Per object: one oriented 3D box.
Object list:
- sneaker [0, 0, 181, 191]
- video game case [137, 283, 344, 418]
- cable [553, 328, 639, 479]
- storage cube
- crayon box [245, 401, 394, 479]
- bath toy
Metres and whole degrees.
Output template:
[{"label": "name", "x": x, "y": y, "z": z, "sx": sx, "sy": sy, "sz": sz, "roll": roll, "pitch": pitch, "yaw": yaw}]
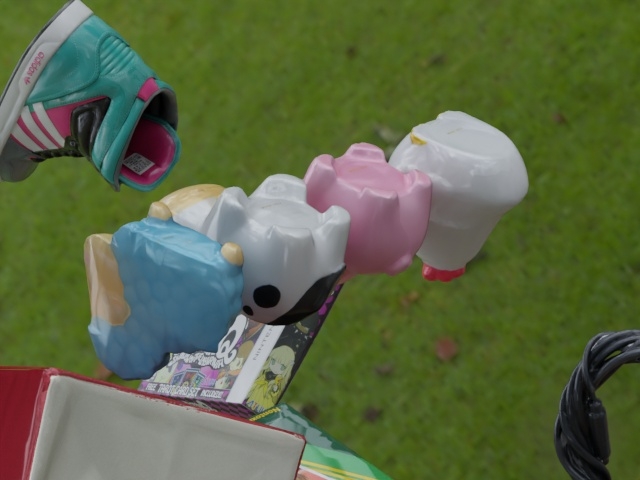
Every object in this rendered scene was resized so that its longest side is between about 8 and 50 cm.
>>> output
[{"label": "sneaker", "x": -0.238, "y": -0.108, "z": 1.896, "sx": 0.124, "sy": 0.178, "sz": 0.295, "roll": -51, "pitch": 0, "yaw": -35}, {"label": "video game case", "x": -0.076, "y": 0.082, "z": 1.889, "sx": 0.232, "sy": 0.042, "sz": 0.210, "roll": -1, "pitch": 55, "yaw": 58}, {"label": "cable", "x": 0.256, "y": 0.151, "z": 1.413, "sx": 0.150, "sy": 0.184, "sz": 0.047, "roll": -35, "pitch": 7, "yaw": 25}, {"label": "storage cube", "x": -0.151, "y": 0.188, "z": 1.151, "sx": 0.193, "sy": 0.215, "sz": 0.183, "roll": -7, "pitch": 68, "yaw": 56}, {"label": "crayon box", "x": -0.078, "y": 0.295, "z": 1.444, "sx": 0.363, "sy": 0.106, "sz": 0.313, "roll": -23, "pitch": 33, "yaw": -31}, {"label": "bath toy", "x": 0.000, "y": 0.000, "z": 1.286, "sx": 0.348, "sy": 0.129, "sz": 0.151, "roll": -18, "pitch": 40, "yaw": -42}]
